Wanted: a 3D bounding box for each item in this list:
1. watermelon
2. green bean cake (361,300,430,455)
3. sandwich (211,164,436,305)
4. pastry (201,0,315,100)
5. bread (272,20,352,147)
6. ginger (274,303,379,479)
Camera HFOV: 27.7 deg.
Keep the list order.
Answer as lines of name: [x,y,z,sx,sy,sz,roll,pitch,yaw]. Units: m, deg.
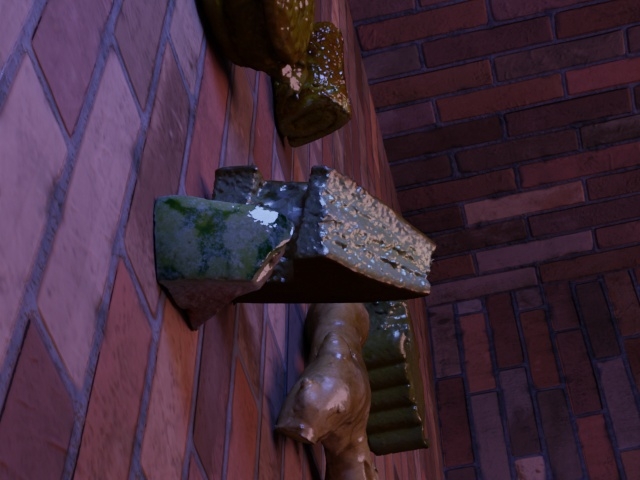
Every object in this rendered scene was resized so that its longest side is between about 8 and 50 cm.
watermelon: [-0.118,0.026,1.217,0.158,0.121,0.097,-38,-147,49]
green bean cake: [0.106,0.227,2.210,0.236,0.124,0.232,-67,146,-76]
sandwich: [0.000,0.000,1.399,0.128,0.236,0.122,70,23,-53]
pastry: [-0.084,-0.334,1.668,0.235,0.132,0.240,75,19,-57]
bread: [-0.018,-0.247,2.042,0.103,0.132,0.172,37,38,-41]
ginger: [0.022,0.179,1.708,0.348,0.122,0.363,82,11,-61]
